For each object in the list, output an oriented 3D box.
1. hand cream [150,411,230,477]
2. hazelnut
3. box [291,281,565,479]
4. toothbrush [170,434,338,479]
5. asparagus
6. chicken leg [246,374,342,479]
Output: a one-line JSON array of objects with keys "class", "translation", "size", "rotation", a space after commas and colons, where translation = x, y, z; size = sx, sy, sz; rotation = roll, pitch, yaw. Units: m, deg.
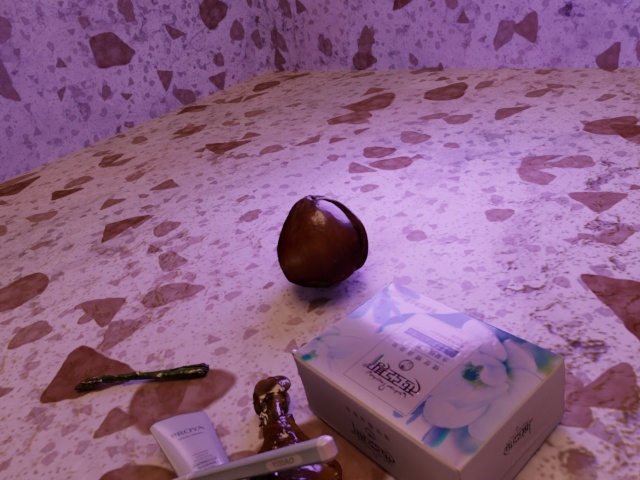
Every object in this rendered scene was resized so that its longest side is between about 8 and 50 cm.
[{"class": "hand cream", "translation": [-0.140, 0.294, 0.659], "size": [0.079, 0.048, 0.255], "rotation": [-3, 22, -33]}, {"class": "hazelnut", "translation": [0.000, 0.000, 0.993], "size": [0.178, 0.178, 0.204], "rotation": [1, 16, 22]}, {"class": "box", "translation": [0.131, 0.185, 0.678], "size": [0.203, 0.116, 0.274], "rotation": [-31, 34, -29]}, {"class": "toothbrush", "translation": [-0.127, 0.267, 0.597], "size": [0.342, 0.025, 0.030], "rotation": [-24, -7, 24]}, {"class": "asparagus", "translation": [-0.298, 0.225, 0.874], "size": [0.232, 0.023, 0.022], "rotation": [-9, -15, 6]}, {"class": "chicken leg", "translation": [-0.045, 0.258, 0.666], "size": [0.107, 0.087, 0.251], "rotation": [-8, 22, -11]}]
